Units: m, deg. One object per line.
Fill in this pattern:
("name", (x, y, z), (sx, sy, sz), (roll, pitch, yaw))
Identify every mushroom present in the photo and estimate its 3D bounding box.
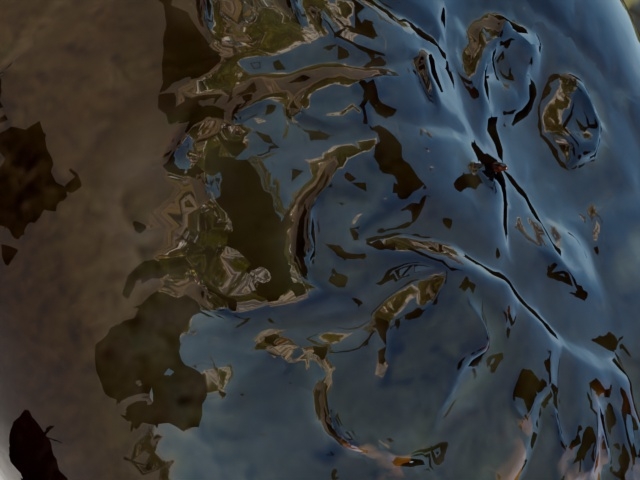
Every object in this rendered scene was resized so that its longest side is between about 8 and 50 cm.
("mushroom", (0.014, -0.005, 0.497), (0.163, 0.297, 0.278), (-22, 177, 24))
